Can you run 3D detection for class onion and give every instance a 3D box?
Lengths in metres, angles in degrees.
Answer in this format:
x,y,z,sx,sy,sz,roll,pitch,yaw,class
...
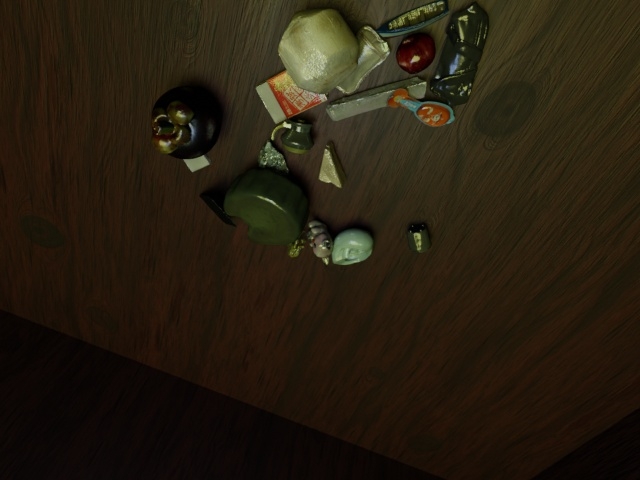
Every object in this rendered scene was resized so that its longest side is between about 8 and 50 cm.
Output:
x,y,z,sx,sy,sz,roll,pitch,yaw,class
0.306,-0.604,1.413,0.131,0.131,0.131,7,127,9,onion

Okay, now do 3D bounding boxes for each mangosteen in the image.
x,y,z,sx,sy,sz,roll,pitch,yaw,class
-0.522,-0.432,1.638,0.275,0.302,0.274,6,112,15,mangosteen

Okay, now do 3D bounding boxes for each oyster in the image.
x,y,z,sx,sy,sz,roll,pitch,yaw,class
-0.200,-0.317,1.794,0.125,0.064,0.177,-22,119,23,oyster

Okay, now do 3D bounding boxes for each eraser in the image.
x,y,z,sx,sy,sz,roll,pitch,yaw,class
-0.106,-0.547,1.615,0.231,0.038,0.157,-18,119,24,eraser
-0.547,-0.374,1.863,0.104,0.023,0.150,-17,120,25,eraser

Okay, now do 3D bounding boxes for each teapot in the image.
x,y,z,sx,sy,sz,roll,pitch,yaw,class
-0.101,-0.401,1.660,0.166,0.130,0.119,6,114,-15,teapot

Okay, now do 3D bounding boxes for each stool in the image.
x,y,z,sx,sy,sz,roll,pitch,yaw,class
0.413,-0.009,1.841,0.096,0.096,0.110,-8,118,20,stool

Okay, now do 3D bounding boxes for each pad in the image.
x,y,z,sx,sy,sz,roll,pitch,yaw,class
-0.451,-0.130,1.913,0.181,0.004,0.267,50,166,-22,pad

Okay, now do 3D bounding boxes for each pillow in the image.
x,y,z,sx,sy,sz,roll,pitch,yaw,class
0.126,-0.613,1.506,0.131,0.038,0.233,39,127,-14,pillow

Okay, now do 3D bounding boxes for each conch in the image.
x,y,z,sx,sy,sz,roll,pitch,yaw,class
0.141,0.029,1.920,0.185,0.120,0.221,33,135,-18,conch

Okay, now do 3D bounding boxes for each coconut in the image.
x,y,z,sx,sy,sz,roll,pitch,yaw,class
-0.016,-0.616,1.409,0.245,0.245,0.247,-34,93,32,coconut

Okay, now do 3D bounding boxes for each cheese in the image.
x,y,z,sx,sy,sz,roll,pitch,yaw,class
0.354,-0.458,1.527,0.256,0.037,0.106,16,146,-17,cheese

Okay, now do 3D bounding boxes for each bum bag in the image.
x,y,z,sx,sy,sz,roll,pitch,yaw,class
0.446,-0.590,1.416,0.142,0.079,0.326,9,126,4,bum bag

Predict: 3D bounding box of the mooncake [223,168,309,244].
x,y,z,sx,sy,sz,roll,pitch,yaw,class
-0.216,-0.138,1.817,0.352,0.187,0.351,15,142,12,mooncake

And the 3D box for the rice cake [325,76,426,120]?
x,y,z,sx,sy,sz,roll,pitch,yaw,class
0.196,-0.503,1.556,0.365,0.056,0.072,-11,135,20,rice cake

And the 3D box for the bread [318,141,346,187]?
x,y,z,sx,sy,sz,roll,pitch,yaw,class
0.060,-0.298,1.727,0.105,0.077,0.152,18,131,6,bread

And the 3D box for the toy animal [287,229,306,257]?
x,y,z,sx,sy,sz,roll,pitch,yaw,class
-0.113,0.028,1.959,0.073,0.181,0.136,14,117,-19,toy animal

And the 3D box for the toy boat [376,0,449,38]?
x,y,z,sx,sy,sz,roll,pitch,yaw,class
0.292,-0.695,1.391,0.229,0.080,0.046,-13,156,22,toy boat

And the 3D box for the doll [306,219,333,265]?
x,y,z,sx,sy,sz,roll,pitch,yaw,class
0.000,0.000,1.903,0.095,0.192,0.149,-11,146,-15,doll
